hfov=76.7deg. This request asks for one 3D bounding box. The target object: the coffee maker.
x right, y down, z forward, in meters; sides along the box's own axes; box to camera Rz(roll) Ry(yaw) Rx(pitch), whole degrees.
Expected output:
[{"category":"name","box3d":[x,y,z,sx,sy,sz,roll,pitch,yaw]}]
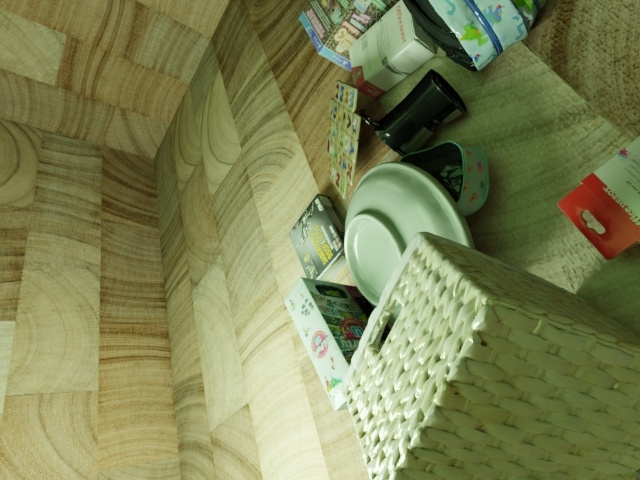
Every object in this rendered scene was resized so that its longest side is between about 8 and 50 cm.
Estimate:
[{"category":"coffee maker","box3d":[0.219,-0.300,0.945,0.178,0.171,0.120,-43,45,36]}]

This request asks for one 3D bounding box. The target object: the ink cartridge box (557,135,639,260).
[{"category":"ink cartridge box","box3d":[0.508,-0.081,0.608,0.231,0.078,0.134,-48,47,33]}]

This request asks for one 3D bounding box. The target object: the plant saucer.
[{"category":"plant saucer","box3d":[0.149,0.034,0.883,0.400,0.101,0.400,40,138,49]}]

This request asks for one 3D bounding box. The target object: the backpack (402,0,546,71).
[{"category":"backpack","box3d":[0.288,-0.532,0.843,0.274,0.290,0.355,-19,73,26]}]

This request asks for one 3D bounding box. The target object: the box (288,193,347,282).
[{"category":"box","box3d":[0.000,0.000,1.235,0.183,0.056,0.231,-50,46,30]}]

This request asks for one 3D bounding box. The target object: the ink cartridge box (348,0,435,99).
[{"category":"ink cartridge box","box3d":[0.189,-0.518,1.101,0.218,0.092,0.158,-26,61,47]}]

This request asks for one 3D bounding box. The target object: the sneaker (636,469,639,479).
[{"category":"sneaker","box3d":[0.426,0.362,0.572,0.103,0.111,0.252,40,112,48]}]

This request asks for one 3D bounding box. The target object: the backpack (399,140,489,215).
[{"category":"backpack","box3d":[0.267,-0.119,0.858,0.188,0.145,0.165,160,116,-66]}]

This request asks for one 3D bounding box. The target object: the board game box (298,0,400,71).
[{"category":"board game box","box3d":[0.094,-0.718,1.228,0.291,0.141,0.232,-47,48,34]}]

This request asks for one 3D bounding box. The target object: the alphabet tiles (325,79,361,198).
[{"category":"alphabet tiles","box3d":[0.056,-0.289,1.135,0.342,0.011,0.284,-111,23,-62]}]

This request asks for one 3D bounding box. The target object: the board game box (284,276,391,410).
[{"category":"board game box","box3d":[0.072,0.234,0.955,0.097,0.224,0.303,-55,44,24]}]

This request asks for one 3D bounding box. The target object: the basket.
[{"category":"basket","box3d":[0.250,0.211,0.597,0.266,0.332,0.328,-108,40,-73]}]
